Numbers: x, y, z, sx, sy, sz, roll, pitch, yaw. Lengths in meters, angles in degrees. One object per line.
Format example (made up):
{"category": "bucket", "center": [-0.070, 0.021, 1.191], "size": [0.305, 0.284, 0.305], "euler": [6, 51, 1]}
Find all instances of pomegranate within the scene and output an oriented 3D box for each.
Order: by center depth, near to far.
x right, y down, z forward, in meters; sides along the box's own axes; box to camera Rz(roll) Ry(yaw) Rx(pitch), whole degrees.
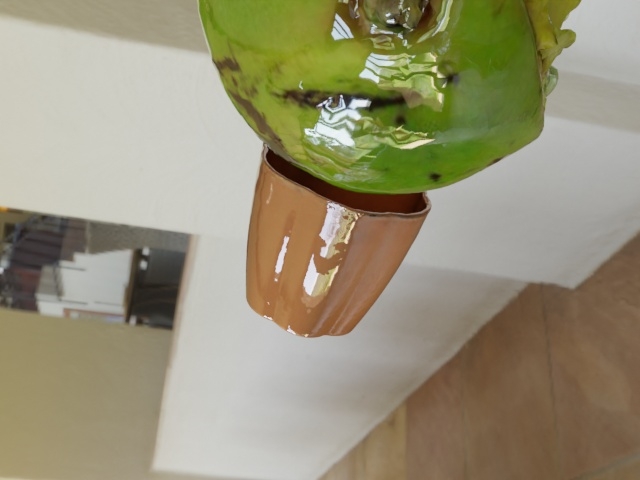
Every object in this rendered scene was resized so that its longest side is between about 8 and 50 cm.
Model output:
{"category": "pomegranate", "center": [0.043, -0.161, 0.561], "size": [0.341, 0.261, 0.260], "euler": [-149, 67, -85]}

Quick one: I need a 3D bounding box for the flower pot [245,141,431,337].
{"category": "flower pot", "center": [0.000, 0.000, 0.838], "size": [0.190, 0.191, 0.173], "euler": [-102, 30, -63]}
